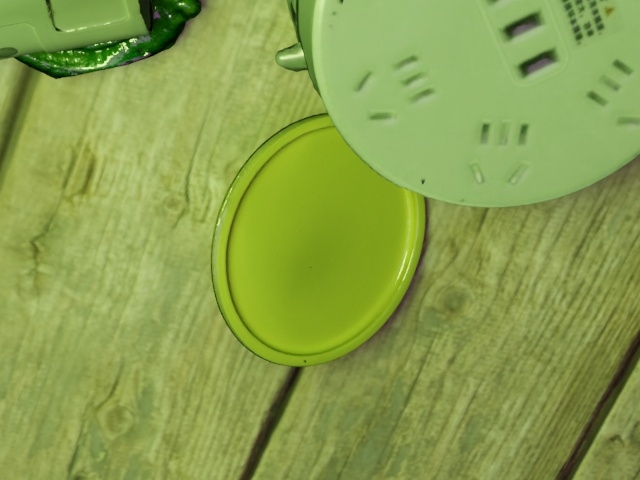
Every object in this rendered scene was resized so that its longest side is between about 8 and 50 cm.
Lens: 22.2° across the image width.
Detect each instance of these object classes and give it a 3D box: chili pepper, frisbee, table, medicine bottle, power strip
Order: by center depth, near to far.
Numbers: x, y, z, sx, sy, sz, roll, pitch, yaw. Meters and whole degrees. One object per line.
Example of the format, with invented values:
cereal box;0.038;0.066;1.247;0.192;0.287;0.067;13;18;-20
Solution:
table;-0.249;-0.200;1.256;0.220;0.126;0.126;-11;122;1
power strip;0.135;-0.198;1.328;0.358;0.161;0.357;-5;121;-8
chili pepper;-0.187;-0.175;1.343;0.182;0.050;0.073;-10;128;-3
frisbee;0.000;0.000;1.445;0.236;0.017;0.236;-13;113;-35
medicine bottle;-0.022;0.013;1.482;0.058;0.057;0.199;-22;121;1
